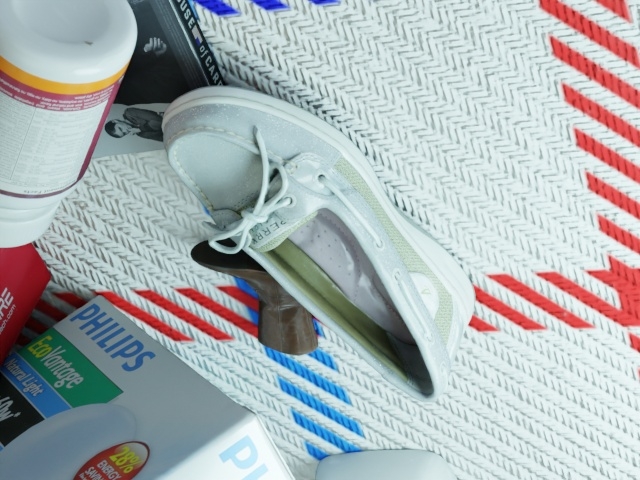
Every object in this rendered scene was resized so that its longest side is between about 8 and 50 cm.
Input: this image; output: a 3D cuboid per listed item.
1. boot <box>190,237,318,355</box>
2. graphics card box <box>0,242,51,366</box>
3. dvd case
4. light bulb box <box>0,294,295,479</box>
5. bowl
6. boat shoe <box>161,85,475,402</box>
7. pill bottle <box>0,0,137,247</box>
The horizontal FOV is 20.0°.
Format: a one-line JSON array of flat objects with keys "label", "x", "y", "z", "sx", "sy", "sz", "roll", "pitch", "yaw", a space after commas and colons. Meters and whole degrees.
[{"label": "boot", "x": -0.056, "y": 0.053, "z": 1.567, "sx": 0.106, "sy": 0.037, "sz": 0.114, "roll": 10, "pitch": 137, "yaw": 16}, {"label": "graphics card box", "x": -0.441, "y": 0.110, "z": 1.626, "sx": 0.370, "sy": 0.233, "sz": 0.094, "roll": -13, "pitch": 125, "yaw": 28}, {"label": "dvd case", "x": -0.201, "y": -0.143, "z": 1.451, "sx": 0.238, "sy": 0.030, "sz": 0.179, "roll": -5, "pitch": 128, "yaw": 26}, {"label": "light bulb box", "x": -0.218, "y": 0.269, "z": 1.494, "sx": 0.358, "sy": 0.361, "sz": 0.225, "roll": 27, "pitch": 148, "yaw": 60}, {"label": "bowl", "x": 0.067, "y": 0.262, "z": 1.691, "sx": 0.142, "sy": 0.053, "sz": 0.142, "roll": -6, "pitch": 126, "yaw": 28}, {"label": "boat shoe", "x": -0.001, "y": 0.002, "z": 1.435, "sx": 0.118, "sy": 0.103, "sz": 0.320, "roll": -26, "pitch": 123, "yaw": 35}, {"label": "pill bottle", "x": -0.226, "y": -0.101, "z": 1.393, "sx": 0.121, "sy": 0.121, "sz": 0.221, "roll": 27, "pitch": 136, "yaw": -3}]
